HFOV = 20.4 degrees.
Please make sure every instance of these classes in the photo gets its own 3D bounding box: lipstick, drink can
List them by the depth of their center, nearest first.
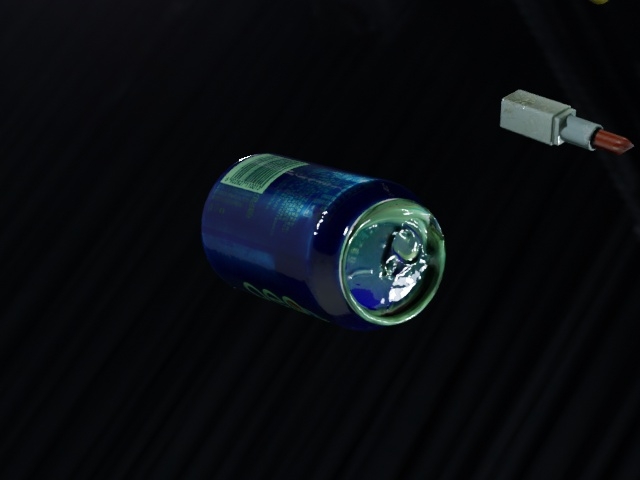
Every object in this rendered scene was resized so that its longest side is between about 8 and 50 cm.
[{"bbox_3d":[0.000,0.000,1.370,0.118,0.118,0.205,46,-15,-31],"label":"drink can"},{"bbox_3d":[0.219,-0.098,1.563,0.129,0.030,0.030,23,-54,35],"label":"lipstick"}]

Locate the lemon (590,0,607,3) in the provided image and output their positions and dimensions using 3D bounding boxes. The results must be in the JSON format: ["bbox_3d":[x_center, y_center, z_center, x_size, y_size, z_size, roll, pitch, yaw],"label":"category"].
[{"bbox_3d":[0.171,-0.286,1.037,0.260,0.260,0.284,14,-37,47],"label":"lemon"}]
